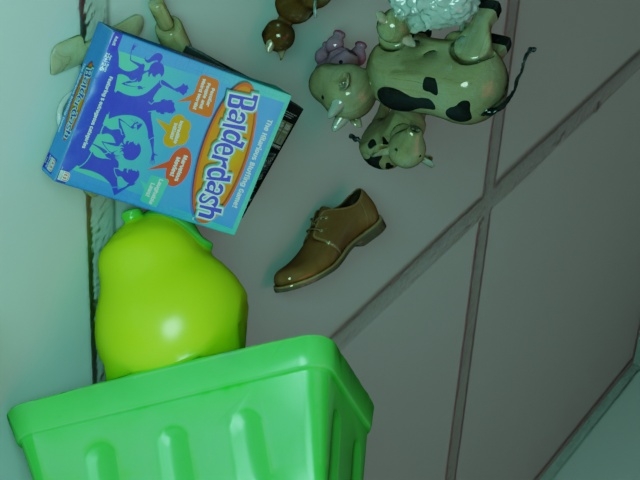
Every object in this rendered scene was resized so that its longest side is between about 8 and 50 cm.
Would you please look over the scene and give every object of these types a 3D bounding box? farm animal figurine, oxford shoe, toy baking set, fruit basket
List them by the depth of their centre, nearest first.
[{"bbox_3d":[-0.196,-0.151,1.715,0.197,0.030,0.256,-55,152,-25],"label":"toy baking set"},{"bbox_3d":[-0.144,0.162,1.806,0.392,0.392,0.283,-60,154,-16],"label":"fruit basket"},{"bbox_3d":[0.086,-0.184,1.927,0.330,0.326,0.172,45,56,-45],"label":"farm animal figurine"},{"bbox_3d":[0.000,0.000,2.212,0.212,0.076,0.076,-41,115,-40],"label":"oxford shoe"}]

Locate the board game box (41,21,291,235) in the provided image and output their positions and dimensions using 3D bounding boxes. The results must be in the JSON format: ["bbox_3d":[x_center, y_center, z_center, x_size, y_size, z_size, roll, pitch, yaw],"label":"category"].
[{"bbox_3d":[-0.152,-0.109,1.652,0.210,0.047,0.160,16,100,-32],"label":"board game box"}]

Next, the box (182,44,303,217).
[{"bbox_3d":[-0.115,-0.115,1.795,0.147,0.077,0.180,-60,158,5],"label":"box"}]
